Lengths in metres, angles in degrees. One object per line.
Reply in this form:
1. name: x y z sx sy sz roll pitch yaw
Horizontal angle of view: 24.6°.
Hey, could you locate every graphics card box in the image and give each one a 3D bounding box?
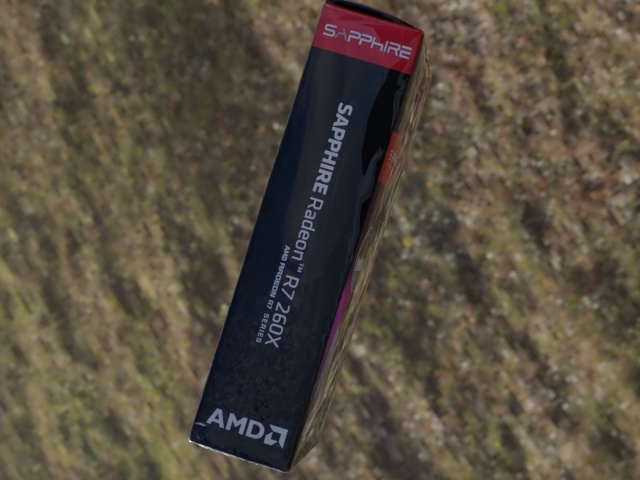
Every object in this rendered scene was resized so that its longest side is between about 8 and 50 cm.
1. graphics card box: 0.000 0.000 1.248 0.094 0.370 0.233 18 179 6
